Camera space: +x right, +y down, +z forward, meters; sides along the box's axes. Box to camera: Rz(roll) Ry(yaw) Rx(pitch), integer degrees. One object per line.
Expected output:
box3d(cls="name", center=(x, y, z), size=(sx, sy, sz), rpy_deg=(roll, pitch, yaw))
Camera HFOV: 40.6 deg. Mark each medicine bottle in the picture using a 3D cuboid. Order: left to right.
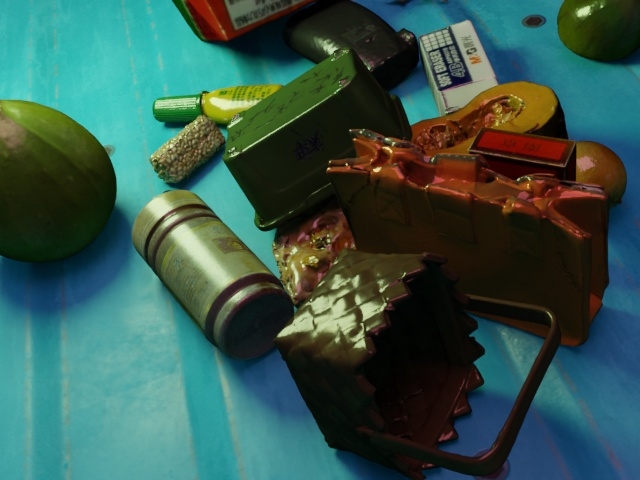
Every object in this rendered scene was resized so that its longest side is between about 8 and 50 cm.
box3d(cls="medicine bottle", center=(-0.185, 0.054, 1.467), size=(0.151, 0.151, 0.322), rpy_deg=(-32, 47, -17))
box3d(cls="medicine bottle", center=(-0.216, -0.290, 1.871), size=(0.309, 0.076, 0.111), rpy_deg=(1, 40, 15))

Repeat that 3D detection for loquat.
box3d(cls="loquat", center=(0.451, -0.103, 1.469), size=(0.141, 0.141, 0.141), rpy_deg=(-8, 45, 8))

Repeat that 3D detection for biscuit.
box3d(cls="biscuit", center=(-0.273, -0.186, 1.785), size=(0.168, 0.082, 0.070), rpy_deg=(-46, 27, -27))

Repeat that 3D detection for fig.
box3d(cls="fig", center=(-0.548, -0.124, 1.626), size=(0.316, 0.316, 0.316), rpy_deg=(-8, 45, 8))
box3d(cls="fig", center=(0.586, -0.458, 1.760), size=(0.181, 0.191, 0.181), rpy_deg=(6, 68, -14))

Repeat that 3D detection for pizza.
box3d(cls="pizza", center=(0.000, 0.000, 1.529), size=(0.189, 0.071, 0.297), rpy_deg=(16, 53, 27))

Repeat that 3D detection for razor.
box3d(cls="razor", center=(0.065, -0.441, 1.925), size=(0.189, 0.107, 0.327), rpy_deg=(-34, 48, -17))

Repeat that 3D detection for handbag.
box3d(cls="handbag", center=(0.226, -0.010, 1.314), size=(0.410, 0.303, 0.116), rpy_deg=(18, 58, 29))

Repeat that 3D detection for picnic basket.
box3d(cls="picnic basket", center=(0.137, 0.173, 1.163), size=(0.321, 0.291, 0.254), rpy_deg=(7, 46, 37))

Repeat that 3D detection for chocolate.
box3d(cls="chocolate", center=(-0.152, -0.594, 2.023), size=(0.360, 0.161, 0.341), rpy_deg=(-27, 20, -12))

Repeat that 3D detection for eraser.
box3d(cls="eraser", center=(0.288, -0.331, 1.770), size=(0.130, 0.086, 0.287), rpy_deg=(-12, 44, 5))

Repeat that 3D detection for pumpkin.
box3d(cls="pumpkin", center=(0.298, -0.154, 1.554), size=(0.317, 0.139, 0.222), rpy_deg=(-23, 42, -9))

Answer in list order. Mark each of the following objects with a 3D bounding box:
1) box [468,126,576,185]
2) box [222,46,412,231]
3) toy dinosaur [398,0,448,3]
box3d(cls="box", center=(0.324, -0.060, 1.379), size=(0.153, 0.240, 0.074), rpy_deg=(10, 50, 24))
box3d(cls="box", center=(-0.016, -0.195, 1.571), size=(0.329, 0.178, 0.253), rpy_deg=(-29, 25, 12))
box3d(cls="toy dinosaur", center=(0.253, -0.607, 2.093), size=(0.220, 0.032, 0.108), rpy_deg=(-6, 42, 6))
